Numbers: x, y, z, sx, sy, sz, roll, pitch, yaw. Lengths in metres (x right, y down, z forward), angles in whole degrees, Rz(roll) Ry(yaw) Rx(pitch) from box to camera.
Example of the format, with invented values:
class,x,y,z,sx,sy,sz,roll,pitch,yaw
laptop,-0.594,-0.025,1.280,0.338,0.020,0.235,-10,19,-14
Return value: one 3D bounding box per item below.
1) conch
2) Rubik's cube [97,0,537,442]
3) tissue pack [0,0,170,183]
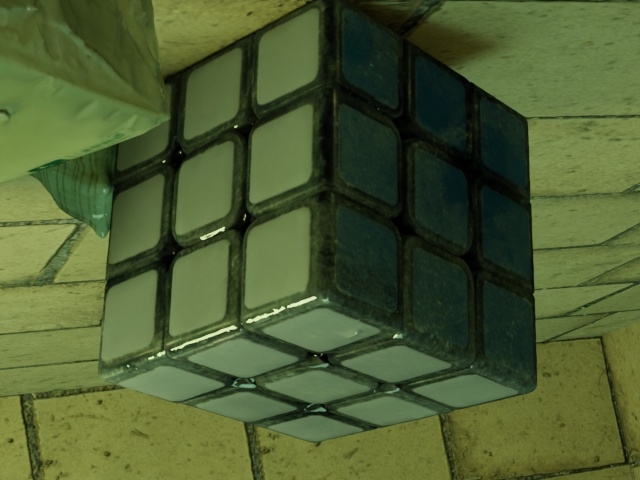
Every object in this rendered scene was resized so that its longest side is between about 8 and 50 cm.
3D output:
class,x,y,z,sx,sy,sz,roll,pitch,yaw
conch,-0.227,-0.070,1.409,0.234,0.114,0.137,9,145,-38
Rubik's cube,0.000,0.000,1.309,0.305,0.301,0.303,24,147,-39
tissue pack,-0.329,-0.133,0.855,0.380,0.207,0.297,-15,166,23
